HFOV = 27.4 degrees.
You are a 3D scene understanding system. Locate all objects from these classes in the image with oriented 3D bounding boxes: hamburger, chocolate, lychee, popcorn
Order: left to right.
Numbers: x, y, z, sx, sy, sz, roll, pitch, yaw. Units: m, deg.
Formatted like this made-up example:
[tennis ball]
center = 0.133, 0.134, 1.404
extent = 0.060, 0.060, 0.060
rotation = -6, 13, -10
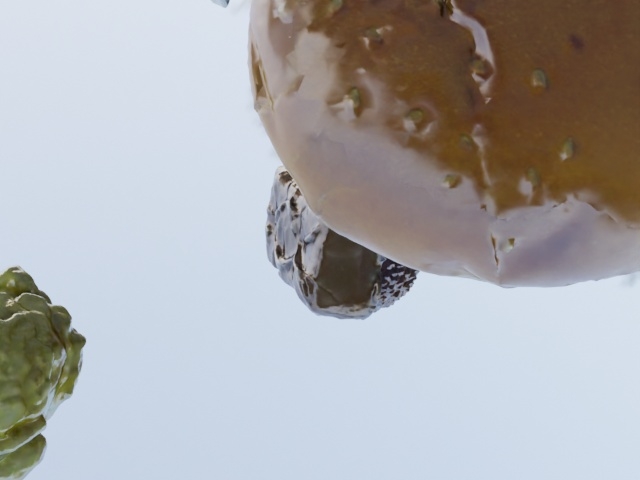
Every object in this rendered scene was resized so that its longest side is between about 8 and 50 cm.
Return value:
[popcorn]
center = -0.375, 0.154, 1.498
extent = 0.195, 0.255, 0.256
rotation = 24, 174, -18
[chocolate]
center = 0.000, 0.000, 1.561
extent = 0.093, 0.148, 0.214
rotation = 0, -162, -19
[lychee]
center = 0.069, 0.016, 1.915
extent = 0.188, 0.188, 0.188
rotation = 27, -143, -22
[hamburger]
center = 0.117, -0.119, 0.698
extent = 0.170, 0.314, 0.289
rotation = 7, -97, -78

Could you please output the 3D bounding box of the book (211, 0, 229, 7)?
[book]
center = -0.062, -0.394, 1.433
extent = 0.025, 0.269, 0.191
rotation = 26, 179, 1
